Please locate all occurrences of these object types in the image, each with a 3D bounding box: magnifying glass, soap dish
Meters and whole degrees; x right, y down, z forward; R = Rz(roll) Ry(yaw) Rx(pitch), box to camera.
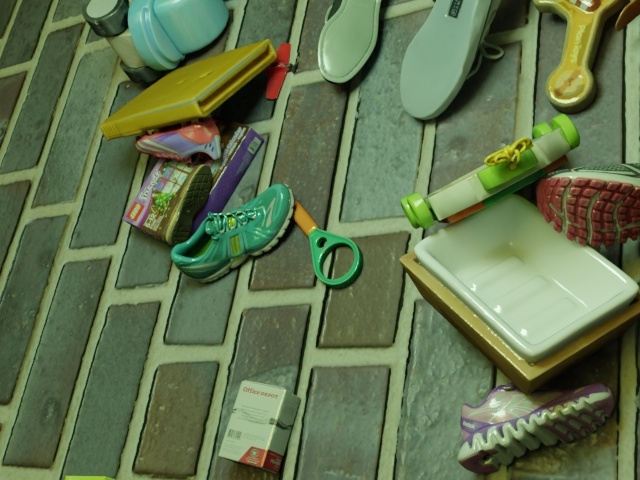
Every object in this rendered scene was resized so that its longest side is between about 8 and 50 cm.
[{"bbox_3d":[0.000,0.000,1.609,0.092,0.026,0.231,-44,49,5],"label":"magnifying glass"},{"bbox_3d":[0.292,0.074,1.266,0.228,0.118,0.291,-27,45,-19],"label":"soap dish"}]

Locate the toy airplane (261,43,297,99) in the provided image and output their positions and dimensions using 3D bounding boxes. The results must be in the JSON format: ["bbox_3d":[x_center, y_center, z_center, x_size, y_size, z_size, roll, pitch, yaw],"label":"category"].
[{"bbox_3d":[-0.115,-0.373,1.892,0.151,0.028,0.151,-16,55,25],"label":"toy airplane"}]

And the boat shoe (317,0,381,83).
[{"bbox_3d":[0.065,-0.442,1.775,0.114,0.091,0.303,23,73,-5],"label":"boat shoe"}]

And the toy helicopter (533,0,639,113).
[{"bbox_3d":[0.471,-0.384,1.471,0.234,0.140,0.355,11,81,28],"label":"toy helicopter"}]

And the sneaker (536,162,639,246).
[{"bbox_3d":[0.450,-0.065,1.238,0.299,0.121,0.112,2,43,-8],"label":"sneaker"}]

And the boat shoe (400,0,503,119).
[{"bbox_3d":[0.268,-0.393,1.587,0.135,0.156,0.367,31,113,36],"label":"boat shoe"}]

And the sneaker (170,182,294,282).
[{"bbox_3d":[-0.167,-0.016,1.670,0.275,0.110,0.107,-37,51,12],"label":"sneaker"}]

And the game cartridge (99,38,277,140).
[{"bbox_3d":[-0.287,-0.317,1.855,0.323,0.053,0.285,-8,30,41],"label":"game cartridge"}]

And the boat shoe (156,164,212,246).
[{"bbox_3d":[-0.276,-0.075,1.733,0.060,0.064,0.178,17,78,33],"label":"boat shoe"}]

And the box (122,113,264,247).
[{"bbox_3d":[-0.272,-0.128,1.838,0.200,0.057,0.293,22,78,40],"label":"box"}]

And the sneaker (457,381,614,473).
[{"bbox_3d":[0.296,0.243,1.237,0.236,0.095,0.105,-27,45,20],"label":"sneaker"}]

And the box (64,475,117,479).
[{"bbox_3d":[-0.442,0.526,1.594,0.109,0.042,0.178,-9,60,30],"label":"box"}]

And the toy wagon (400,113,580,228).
[{"bbox_3d":[0.258,-0.097,1.304,0.267,0.344,0.068,-29,91,1],"label":"toy wagon"}]

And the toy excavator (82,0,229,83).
[{"bbox_3d":[-0.268,-0.599,2.029,0.444,0.222,0.433,-1,58,20],"label":"toy excavator"}]

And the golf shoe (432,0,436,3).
[{"bbox_3d":[0.245,-0.512,1.701,0.094,0.077,0.198,-36,51,11],"label":"golf shoe"}]

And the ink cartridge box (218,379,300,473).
[{"bbox_3d":[-0.103,0.316,1.477,0.099,0.056,0.135,5,68,35],"label":"ink cartridge box"}]

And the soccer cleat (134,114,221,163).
[{"bbox_3d":[-0.301,-0.197,1.810,0.248,0.083,0.095,-8,103,42],"label":"soccer cleat"}]
